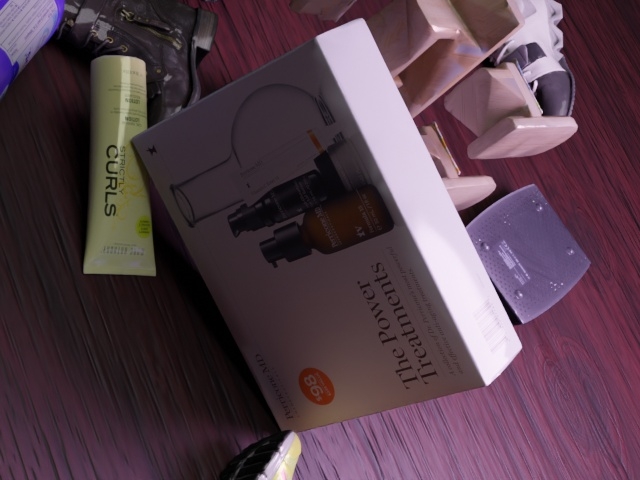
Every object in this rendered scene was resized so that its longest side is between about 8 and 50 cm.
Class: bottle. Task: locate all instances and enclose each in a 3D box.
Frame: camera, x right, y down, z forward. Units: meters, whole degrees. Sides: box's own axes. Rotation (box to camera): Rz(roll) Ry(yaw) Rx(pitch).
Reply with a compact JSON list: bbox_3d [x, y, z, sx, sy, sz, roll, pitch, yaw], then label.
[{"bbox_3d":[-0.362,-0.179,1.175,0.092,0.118,0.283,38,41,-17],"label":"bottle"}]

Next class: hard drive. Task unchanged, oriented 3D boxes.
[{"bbox_3d":[0.296,0.023,1.695,0.172,0.054,0.255,55,40,4],"label":"hard drive"}]

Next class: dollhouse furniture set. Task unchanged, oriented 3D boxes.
[{"bbox_3d":[0.102,-0.198,1.412,0.256,0.394,0.362,-8,67,-47],"label":"dollhouse furniture set"}]

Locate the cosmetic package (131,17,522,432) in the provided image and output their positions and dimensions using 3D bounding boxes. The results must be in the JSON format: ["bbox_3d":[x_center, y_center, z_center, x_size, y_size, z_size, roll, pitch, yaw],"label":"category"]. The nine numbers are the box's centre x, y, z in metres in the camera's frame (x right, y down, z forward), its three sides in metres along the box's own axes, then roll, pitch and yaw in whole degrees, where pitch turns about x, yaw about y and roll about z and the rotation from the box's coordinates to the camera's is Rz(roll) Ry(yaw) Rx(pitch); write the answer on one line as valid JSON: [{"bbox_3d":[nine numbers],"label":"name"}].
[{"bbox_3d":[0.000,0.000,1.196,0.097,0.284,0.377,-34,99,-48],"label":"cosmetic package"}]

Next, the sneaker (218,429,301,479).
[{"bbox_3d":[-0.061,0.286,1.152,0.094,0.081,0.208,45,46,-19],"label":"sneaker"}]

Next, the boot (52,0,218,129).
[{"bbox_3d":[-0.253,-0.226,1.354,0.229,0.091,0.263,22,54,-18],"label":"boot"}]

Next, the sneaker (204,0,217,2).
[{"bbox_3d":[-0.163,-0.359,1.507,0.227,0.130,0.087,-26,90,-42],"label":"sneaker"}]

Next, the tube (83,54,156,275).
[{"bbox_3d":[-0.220,-0.081,1.254,0.070,0.062,0.240,-1,83,-1],"label":"tube"}]

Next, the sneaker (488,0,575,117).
[{"bbox_3d":[0.342,-0.300,1.953,0.146,0.122,0.330,9,54,-17],"label":"sneaker"}]
